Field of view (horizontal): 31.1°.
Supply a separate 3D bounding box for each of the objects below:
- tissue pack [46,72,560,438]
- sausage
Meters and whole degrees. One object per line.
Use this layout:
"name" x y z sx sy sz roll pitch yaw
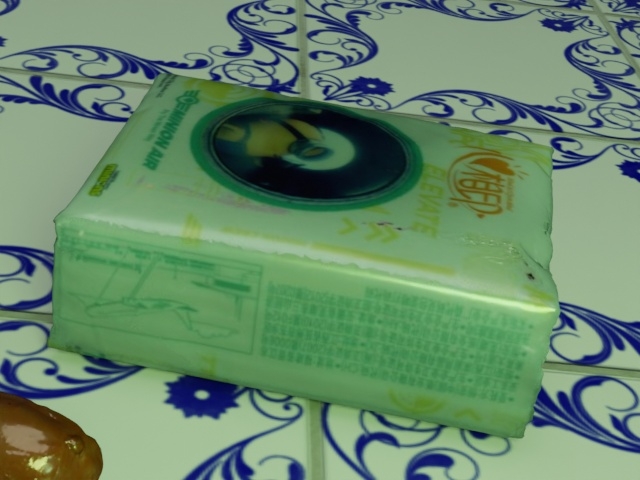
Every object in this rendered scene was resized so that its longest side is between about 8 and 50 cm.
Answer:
"tissue pack" 0.000 0.000 0.990 0.388 0.162 0.287 11 34 4
"sausage" -0.236 0.142 0.772 0.179 0.089 0.089 12 30 12
